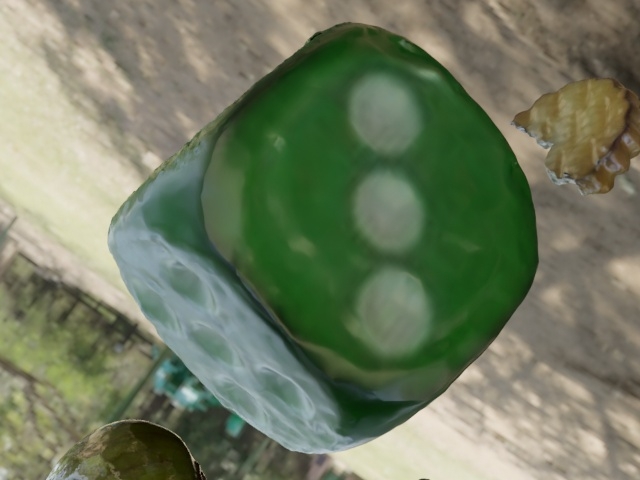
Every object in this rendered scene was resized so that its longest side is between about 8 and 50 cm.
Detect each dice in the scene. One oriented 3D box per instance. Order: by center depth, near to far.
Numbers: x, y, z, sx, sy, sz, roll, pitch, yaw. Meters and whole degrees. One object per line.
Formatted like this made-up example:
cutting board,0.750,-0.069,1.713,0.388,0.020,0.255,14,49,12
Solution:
dice,0.000,0.000,1.145,0.300,0.297,0.287,49,154,-8

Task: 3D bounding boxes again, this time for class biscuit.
biscuit,0.272,-0.105,1.247,0.061,0.118,0.183,49,-168,-27

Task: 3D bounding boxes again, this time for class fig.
fig,-0.209,0.247,0.991,0.151,0.259,0.151,-23,-90,-88

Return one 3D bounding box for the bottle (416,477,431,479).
bottle,0.165,0.265,0.819,0.286,0.082,0.082,33,171,4
